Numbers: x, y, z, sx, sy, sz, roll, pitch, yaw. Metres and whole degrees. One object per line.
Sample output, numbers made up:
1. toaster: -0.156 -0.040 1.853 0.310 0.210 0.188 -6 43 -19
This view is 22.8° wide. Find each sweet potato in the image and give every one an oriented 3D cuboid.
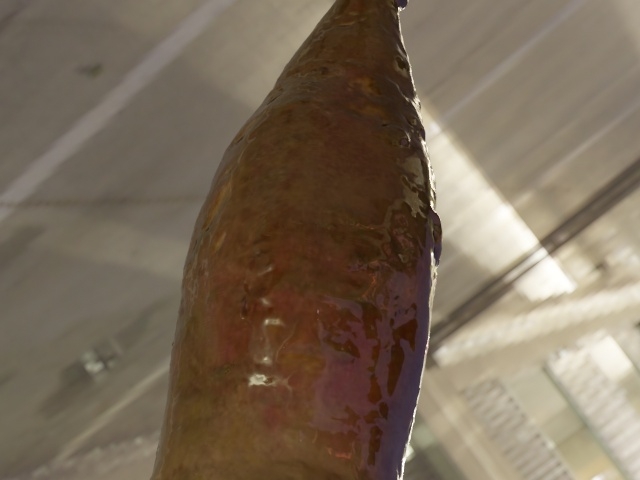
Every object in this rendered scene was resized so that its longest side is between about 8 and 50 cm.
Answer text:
1. sweet potato: -0.003 0.000 0.743 0.131 0.337 0.131 6 155 3
